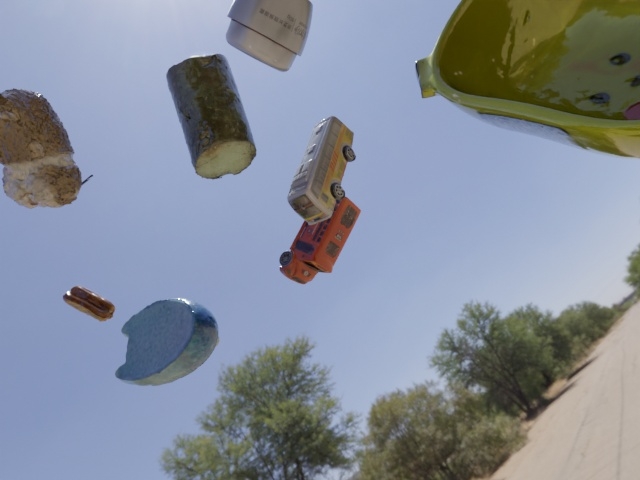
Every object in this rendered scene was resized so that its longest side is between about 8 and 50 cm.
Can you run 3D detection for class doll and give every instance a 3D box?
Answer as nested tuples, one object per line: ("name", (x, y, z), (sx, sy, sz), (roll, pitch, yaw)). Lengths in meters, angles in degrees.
("doll", (-0.419, -0.146, 0.599), (0.106, 0.114, 0.221), (-10, -62, 20))

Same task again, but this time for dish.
("dish", (0.226, -0.147, 0.340), (0.221, 0.263, 0.108), (-58, -44, -10))

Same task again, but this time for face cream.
("face cream", (-0.073, -0.312, 0.618), (0.117, 0.117, 0.104), (6, -62, -51))

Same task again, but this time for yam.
("yam", (-0.267, -0.316, 1.041), (0.168, 0.303, 0.168), (-19, -9, -3))

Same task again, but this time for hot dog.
("hot dog", (-0.717, 0.197, 1.335), (0.071, 0.165, 0.045), (-57, -9, -48))

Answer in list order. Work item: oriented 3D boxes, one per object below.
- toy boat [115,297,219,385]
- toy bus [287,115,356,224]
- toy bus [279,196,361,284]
("toy boat", (-0.393, 0.270, 1.127), (0.330, 0.215, 0.123), (-24, -37, 24))
("toy bus", (0.006, -0.169, 1.001), (0.106, 0.267, 0.092), (38, -37, -30))
("toy bus", (0.000, 0.000, 1.464), (0.143, 0.153, 0.328), (37, -102, -47))
